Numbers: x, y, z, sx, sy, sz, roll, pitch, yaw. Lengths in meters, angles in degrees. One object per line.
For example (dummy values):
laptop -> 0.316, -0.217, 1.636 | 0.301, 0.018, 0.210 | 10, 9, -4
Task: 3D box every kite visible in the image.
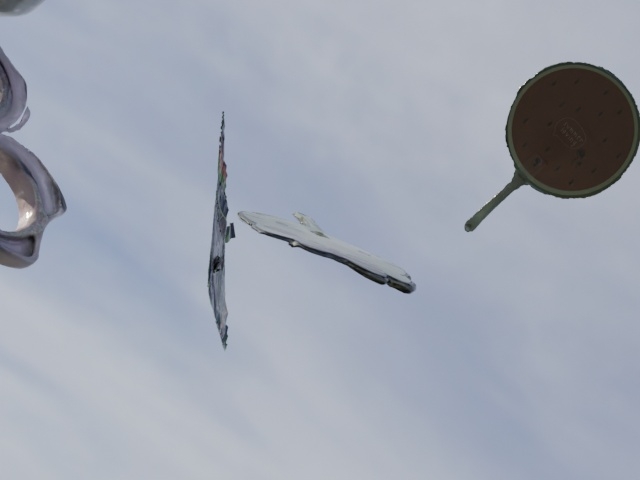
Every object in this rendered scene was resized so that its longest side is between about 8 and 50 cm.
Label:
kite -> -0.045, 0.003, 0.852 | 0.004, 0.090, 0.122 | 2, -72, 3

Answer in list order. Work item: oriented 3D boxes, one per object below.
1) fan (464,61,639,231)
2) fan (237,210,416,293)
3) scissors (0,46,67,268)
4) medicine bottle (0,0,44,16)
fan -> 0.138, -0.052, 1.147 | 0.085, 0.133, 0.005 | 47, 5, -6
fan -> 0.000, 0.000, 0.566 | 0.056, 0.004, 0.083 | 20, 7, -10
scissors -> -0.148, -0.046, 0.567 | 0.015, 0.100, 0.189 | -28, -23, 25
medicine bottle -> -0.210, -0.216, 1.190 | 0.215, 0.135, 0.135 | -40, -65, 12
